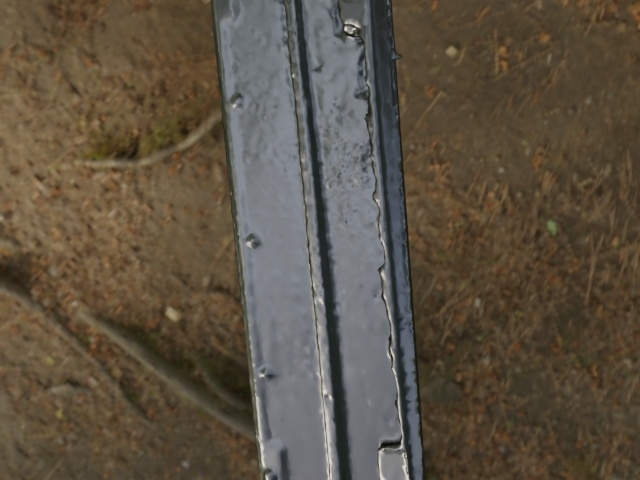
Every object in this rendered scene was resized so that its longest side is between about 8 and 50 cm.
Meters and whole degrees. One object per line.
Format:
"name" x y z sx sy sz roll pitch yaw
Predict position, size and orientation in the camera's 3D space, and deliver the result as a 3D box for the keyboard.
"keyboard" 0.000 0.000 0.362 0.064 0.010 0.198 3 104 34
